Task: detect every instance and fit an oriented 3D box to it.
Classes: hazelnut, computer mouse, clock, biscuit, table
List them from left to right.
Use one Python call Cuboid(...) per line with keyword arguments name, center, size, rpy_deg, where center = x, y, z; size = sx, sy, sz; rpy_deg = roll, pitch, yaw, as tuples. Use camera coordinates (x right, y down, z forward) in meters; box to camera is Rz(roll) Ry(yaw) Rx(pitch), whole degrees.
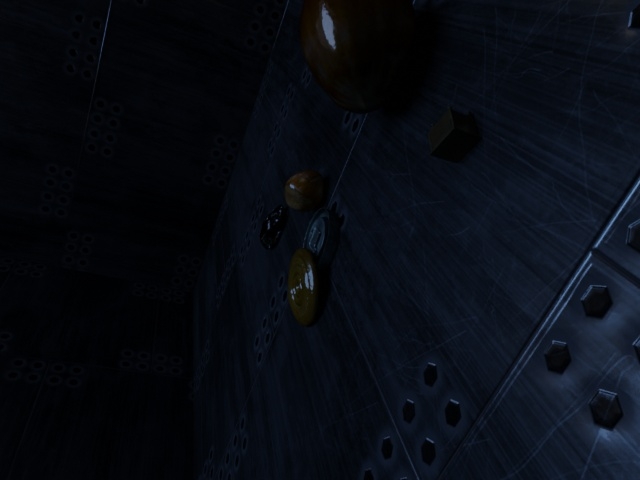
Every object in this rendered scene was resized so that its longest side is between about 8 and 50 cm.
Cuboid(name="computer mouse", center=(-0.215, -0.057, 2.193), size=(0.146, 0.078, 0.241), rpy_deg=(-102, 33, -46))
Cuboid(name="biscuit", center=(-0.062, 0.151, 1.641), size=(0.262, 0.037, 0.261), rpy_deg=(178, 90, -70))
Cuboid(name="hazelnut", center=(-0.056, -0.183, 1.787), size=(0.150, 0.150, 0.150), rpy_deg=(-166, 90, -69))
Cuboid(name="clock", center=(0.000, 0.000, 1.651), size=(0.215, 0.042, 0.214), rpy_deg=(-166, 90, -69))
Cuboid(name="hazelnut", center=(0.100, -0.533, 1.352), size=(0.366, 0.366, 0.365), rpy_deg=(-166, 90, -69))
Cuboid(name="table", center=(0.275, -0.225, 1.050), size=(0.083, 0.070, 0.082), rpy_deg=(128, 148, -49))

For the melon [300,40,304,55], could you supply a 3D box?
Cuboid(name="melon", center=(0.062, -0.696, 1.665), size=(0.302, 0.238, 0.237), rpy_deg=(-43, 38, 51))
